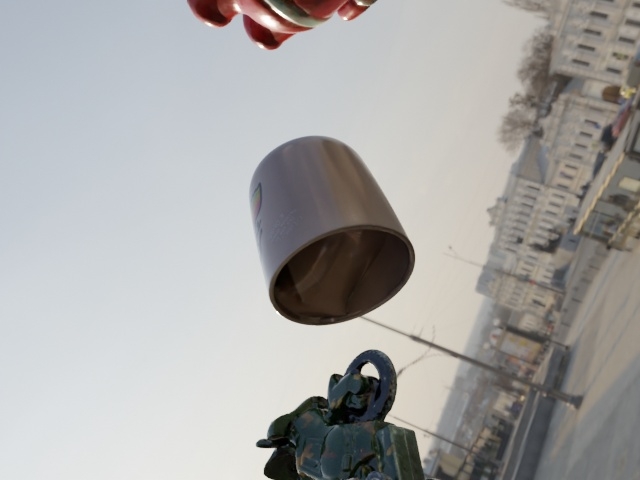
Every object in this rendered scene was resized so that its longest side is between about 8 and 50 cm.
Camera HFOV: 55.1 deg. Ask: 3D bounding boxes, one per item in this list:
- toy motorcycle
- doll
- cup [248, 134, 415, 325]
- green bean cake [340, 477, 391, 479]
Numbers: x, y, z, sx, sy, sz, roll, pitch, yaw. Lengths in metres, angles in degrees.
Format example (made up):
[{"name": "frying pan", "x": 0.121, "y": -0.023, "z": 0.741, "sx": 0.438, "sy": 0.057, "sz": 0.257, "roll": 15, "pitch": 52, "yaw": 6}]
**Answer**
[{"name": "toy motorcycle", "x": 0.024, "y": 0.252, "z": 0.585, "sx": 0.187, "sy": 0.125, "sz": 0.274, "roll": -40, "pitch": 42, "yaw": 33}, {"name": "doll", "x": 0.024, "y": -0.195, "z": 0.379, "sx": 0.142, "sy": 0.245, "sz": 0.076, "roll": 3, "pitch": -110, "yaw": -50}, {"name": "cup", "x": 0.000, "y": 0.000, "z": 0.852, "sx": 0.252, "sy": 0.192, "sz": 0.200, "roll": 97, "pitch": 159, "yaw": -46}, {"name": "green bean cake", "x": 0.037, "y": 0.212, "z": 0.323, "sx": 0.097, "sy": 0.233, "sz": 0.198, "roll": -14, "pitch": -83, "yaw": -33}]
